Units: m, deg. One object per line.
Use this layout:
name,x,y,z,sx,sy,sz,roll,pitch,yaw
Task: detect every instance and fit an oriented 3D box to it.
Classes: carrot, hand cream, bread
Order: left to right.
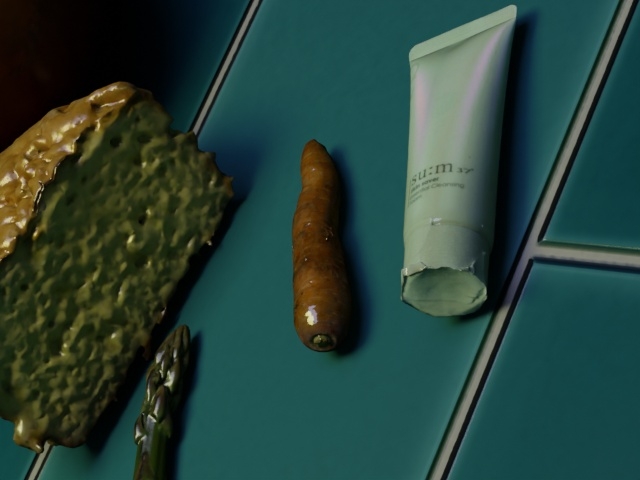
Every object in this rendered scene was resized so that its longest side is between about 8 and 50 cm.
bread,-0.168,0.015,1.168,0.229,0.143,0.139,-59,28,-12
carrot,-0.002,0.000,1.086,0.035,0.035,0.165,-30,42,26
hand cream,0.077,-0.051,1.036,0.078,0.050,0.205,-22,44,32

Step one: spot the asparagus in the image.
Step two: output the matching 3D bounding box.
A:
asparagus,-0.099,0.152,1.073,0.034,0.027,0.236,-20,48,27

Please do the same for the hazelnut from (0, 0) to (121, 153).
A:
hazelnut,-0.337,-0.182,1.308,0.359,0.359,0.409,-46,24,9
